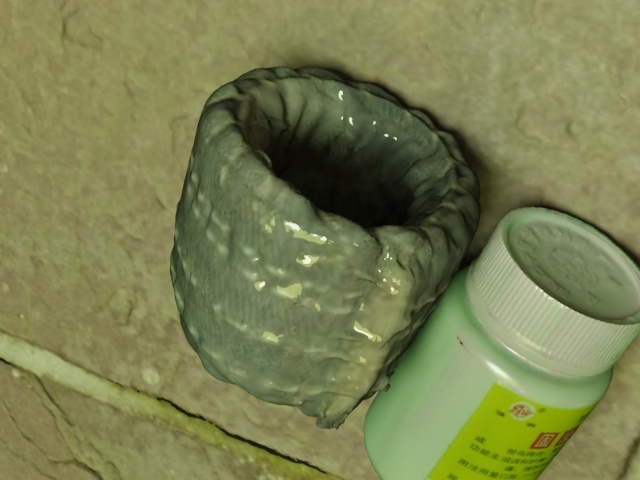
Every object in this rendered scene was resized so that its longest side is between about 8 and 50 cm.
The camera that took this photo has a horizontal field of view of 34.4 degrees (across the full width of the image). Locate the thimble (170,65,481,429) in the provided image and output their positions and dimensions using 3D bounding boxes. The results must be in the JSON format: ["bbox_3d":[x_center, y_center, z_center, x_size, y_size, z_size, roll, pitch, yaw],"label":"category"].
[{"bbox_3d":[0.000,0.000,0.725,0.205,0.236,0.172,9,123,-17],"label":"thimble"}]

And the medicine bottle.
[{"bbox_3d":[0.134,0.098,0.769,0.139,0.139,0.225,32,124,7],"label":"medicine bottle"}]
